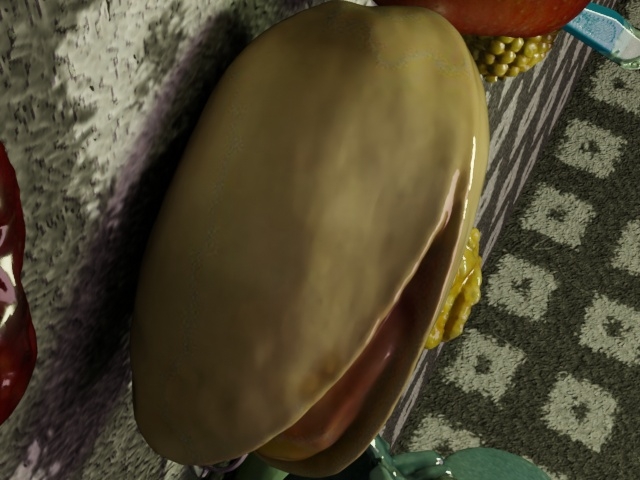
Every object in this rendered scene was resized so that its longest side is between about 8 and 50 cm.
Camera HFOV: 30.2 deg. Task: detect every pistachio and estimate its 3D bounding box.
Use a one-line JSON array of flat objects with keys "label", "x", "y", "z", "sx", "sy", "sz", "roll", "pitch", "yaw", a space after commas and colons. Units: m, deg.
[{"label": "pistachio", "x": 0.000, "y": 0.000, "z": 0.712, "sx": 0.187, "sy": 0.187, "sz": 0.299, "roll": 4, "pitch": 106, "yaw": -77}]

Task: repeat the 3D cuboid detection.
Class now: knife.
[{"label": "knife", "x": 0.225, "y": -0.233, "z": 1.142, "sx": 0.044, "sy": 0.296, "sz": 0.026, "roll": -54, "pitch": -147, "yaw": 20}]

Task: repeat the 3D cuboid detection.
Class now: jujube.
[{"label": "jujube", "x": -0.139, "y": 0.016, "z": 0.425, "sx": 0.077, "sy": 0.077, "sz": 0.129, "roll": -44, "pitch": 149, "yaw": -60}]

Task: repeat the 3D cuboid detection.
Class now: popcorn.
[{"label": "popcorn", "x": 0.136, "y": 0.039, "z": 1.479, "sx": 0.163, "sy": 0.140, "sz": 0.194, "roll": 99, "pitch": 17, "yaw": -65}]

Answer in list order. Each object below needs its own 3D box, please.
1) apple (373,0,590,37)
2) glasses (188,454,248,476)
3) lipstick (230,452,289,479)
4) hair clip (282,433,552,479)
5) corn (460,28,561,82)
[{"label": "apple", "x": 0.106, "y": -0.231, "z": 0.776, "sx": 0.199, "sy": 0.199, "sz": 0.199, "roll": -60, "pitch": 166, "yaw": -25}, {"label": "glasses", "x": -0.091, "y": 0.119, "z": 0.927, "sx": 0.103, "sy": 0.062, "sz": 0.140, "roll": 23, "pitch": 91, "yaw": -56}, {"label": "lipstick", "x": -0.019, "y": 0.155, "z": 1.185, "sx": 0.304, "sy": 0.076, "sz": 0.076, "roll": -69, "pitch": 167, "yaw": 13}, {"label": "hair clip", "x": 0.062, "y": 0.296, "z": 1.052, "sx": 0.238, "sy": 0.392, "sz": 0.318, "roll": -50, "pitch": -150, "yaw": 10}, {"label": "corn", "x": 0.232, "y": -0.343, "z": 1.165, "sx": 0.144, "sy": 0.143, "sz": 0.387, "roll": -47, "pitch": 159, "yaw": -56}]
